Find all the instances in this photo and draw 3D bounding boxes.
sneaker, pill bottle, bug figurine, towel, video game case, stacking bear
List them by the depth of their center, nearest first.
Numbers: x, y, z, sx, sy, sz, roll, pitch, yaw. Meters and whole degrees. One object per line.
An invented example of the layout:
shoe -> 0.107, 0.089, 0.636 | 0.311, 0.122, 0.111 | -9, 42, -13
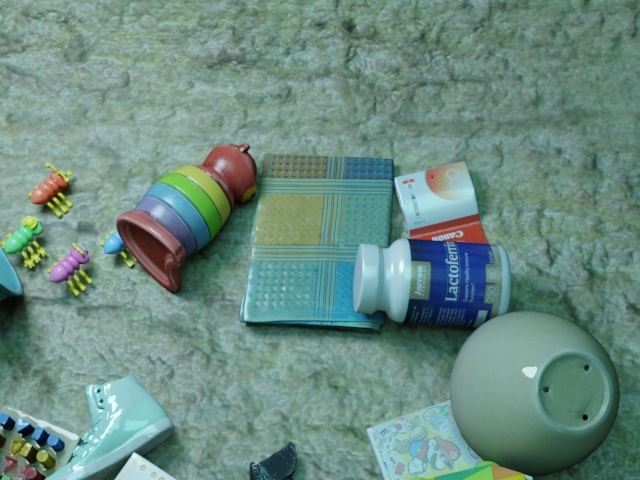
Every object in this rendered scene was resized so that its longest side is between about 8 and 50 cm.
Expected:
sneaker -> -0.105, 0.422, 1.869 | 0.170, 0.051, 0.089 | -25, 65, -14
video game case -> 0.213, 0.398, 1.871 | 0.206, 0.026, 0.227 | -18, 64, -5
sneaker -> -0.402, 0.342, 1.901 | 0.256, 0.094, 0.151 | -31, 70, -20
pill bottle -> 0.196, 0.075, 1.941 | 0.264, 0.153, 0.153 | 3, 64, -5
stacking bear -> -0.233, -0.073, 2.067 | 0.164, 0.175, 0.289 | 40, 62, 10
towel -> 0.000, 0.000, 2.076 | 0.271, 0.040, 0.370 | 4, 62, 4
bug figurine -> -0.486, -0.021, 2.092 | 0.279, 0.072, 0.216 | 31, 65, 17

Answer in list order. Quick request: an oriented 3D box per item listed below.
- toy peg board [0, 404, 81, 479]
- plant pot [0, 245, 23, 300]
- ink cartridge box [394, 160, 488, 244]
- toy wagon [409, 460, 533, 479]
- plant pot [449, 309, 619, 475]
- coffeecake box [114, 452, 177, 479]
toy peg board -> -0.534, 0.380, 1.900 | 0.161, 0.079, 0.161 | 20, 67, 12
plant pot -> -0.778, 0.060, 1.955 | 0.334, 0.341, 0.341 | -36, 67, -4
ink cartridge box -> 0.232, -0.055, 2.083 | 0.145, 0.045, 0.179 | -13, 61, -2
toy wagon -> 0.175, 0.458, 1.701 | 0.344, 0.068, 0.267 | -15, 19, 9
plant pot -> 0.379, 0.250, 1.789 | 0.284, 0.191, 0.284 | 2, 82, -12
coffeecake box -> -0.279, 0.474, 1.842 | 0.185, 0.068, 0.142 | 29, 70, 17
